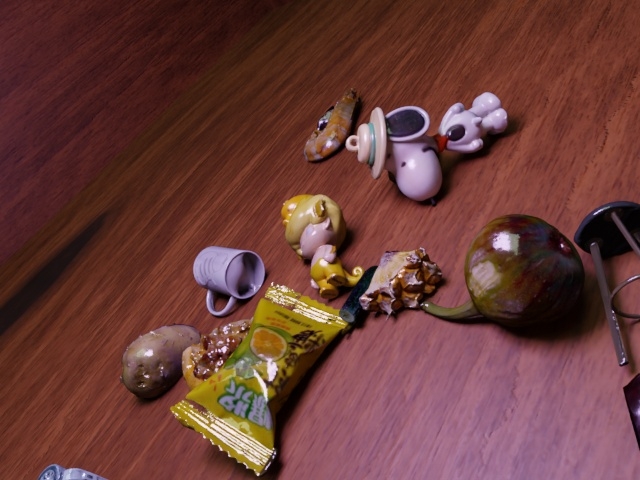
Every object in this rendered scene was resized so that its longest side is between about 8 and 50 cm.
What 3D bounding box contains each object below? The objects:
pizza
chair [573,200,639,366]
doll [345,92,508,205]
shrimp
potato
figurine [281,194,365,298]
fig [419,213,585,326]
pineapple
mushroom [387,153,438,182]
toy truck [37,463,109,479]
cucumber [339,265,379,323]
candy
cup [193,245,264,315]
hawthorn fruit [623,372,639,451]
[{"bbox_3d":[-0.163,0.193,0.947,0.194,0.069,0.154,-42,32,-8],"label":"pizza"},{"bbox_3d":[0.374,0.032,0.628,0.104,0.095,0.221,-12,37,15],"label":"chair"},{"bbox_3d":[0.205,-0.206,1.015,0.271,0.208,0.144,-46,3,-8],"label":"doll"},{"bbox_3d":[0.032,-0.314,1.436,0.152,0.063,0.287,-21,35,43],"label":"shrimp"},{"bbox_3d":[-0.301,0.225,1.017,0.089,0.100,0.172,18,57,47],"label":"potato"},{"bbox_3d":[0.000,0.000,1.011,0.246,0.131,0.156,-106,32,-41],"label":"figurine"},{"bbox_3d":[0.226,0.066,0.721,0.245,0.149,0.149,-42,22,42],"label":"fig"},{"bbox_3d":[0.121,0.060,0.855,0.137,0.069,0.116,-33,26,11],"label":"pineapple"},{"bbox_3d":[0.188,-0.169,1.105,0.123,0.052,0.123,-28,33,21],"label":"mushroom"},{"bbox_3d":[-0.445,0.478,0.790,0.305,0.136,0.162,-33,39,10],"label":"toy truck"},{"bbox_3d":[0.073,0.083,0.892,0.032,0.032,0.133,-6,33,39],"label":"cucumber"},{"bbox_3d":[-0.081,0.199,0.840,0.187,0.081,0.297,19,49,26],"label":"candy"},{"bbox_3d":[-0.204,0.078,1.107,0.133,0.099,0.136,7,51,47],"label":"cup"},{"bbox_3d":[0.360,0.167,0.375,0.250,0.215,0.215,-26,33,0],"label":"hawthorn fruit"}]
